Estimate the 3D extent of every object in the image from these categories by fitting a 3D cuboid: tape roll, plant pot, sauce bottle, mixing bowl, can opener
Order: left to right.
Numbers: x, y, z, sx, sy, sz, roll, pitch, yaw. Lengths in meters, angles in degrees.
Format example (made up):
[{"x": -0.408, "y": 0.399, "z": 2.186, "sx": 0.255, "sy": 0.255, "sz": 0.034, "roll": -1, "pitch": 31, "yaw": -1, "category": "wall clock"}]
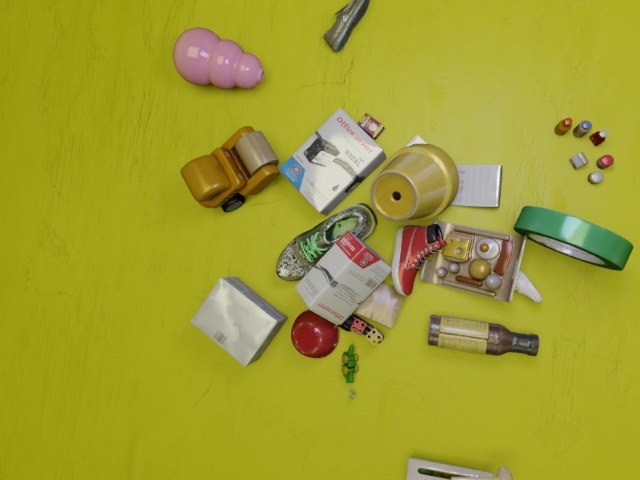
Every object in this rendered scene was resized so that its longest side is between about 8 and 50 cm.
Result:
[{"x": -0.034, "y": 0.339, "z": 1.783, "sx": 0.182, "sy": 0.098, "sz": 0.181, "roll": 0, "pitch": 91, "yaw": 18, "category": "mixing bowl"}, {"x": 0.141, "y": 0.301, "z": 1.780, "sx": 0.186, "sy": 0.073, "sz": 0.059, "roll": 26, "pitch": 51, "yaw": 15, "category": "can opener"}, {"x": 0.287, "y": -0.169, "z": 1.623, "sx": 0.254, "sy": 0.239, "sz": 0.253, "roll": 14, "pitch": 116, "yaw": 30, "category": "plant pot"}, {"x": 0.529, "y": 0.321, "z": 1.656, "sx": 0.345, "sy": 0.111, "sz": 0.111, "roll": 8, "pitch": 89, "yaw": 13, "category": "sauce bottle"}, {"x": 0.749, "y": -0.008, "z": 1.511, "sx": 0.321, "sy": 0.321, "sz": 0.077, "roll": 24, "pitch": 93, "yaw": 13, "category": "tape roll"}]

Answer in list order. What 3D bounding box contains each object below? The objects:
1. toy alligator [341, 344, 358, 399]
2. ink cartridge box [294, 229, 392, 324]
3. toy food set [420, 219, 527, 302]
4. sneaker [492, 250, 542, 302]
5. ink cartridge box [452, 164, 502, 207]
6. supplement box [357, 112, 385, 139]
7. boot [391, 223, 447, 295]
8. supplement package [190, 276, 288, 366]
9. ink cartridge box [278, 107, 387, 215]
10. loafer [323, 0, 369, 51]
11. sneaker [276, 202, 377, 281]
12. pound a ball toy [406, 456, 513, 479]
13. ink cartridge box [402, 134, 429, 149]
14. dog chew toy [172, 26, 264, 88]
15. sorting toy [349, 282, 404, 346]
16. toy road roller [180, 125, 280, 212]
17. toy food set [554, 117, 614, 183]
[{"x": 0.097, "y": 0.461, "z": 1.783, "sx": 0.051, "sy": 0.056, "sz": 0.189, "roll": -1, "pitch": 88, "yaw": 55, "category": "toy alligator"}, {"x": 0.079, "y": 0.131, "z": 1.702, "sx": 0.273, "sy": 0.197, "sz": 0.114, "roll": -48, "pitch": 45, "yaw": 6, "category": "ink cartridge box"}, {"x": 0.496, "y": 0.063, "z": 1.653, "sx": 0.306, "sy": 0.092, "sz": 0.219, "roll": 13, "pitch": 90, "yaw": 31, "category": "toy food set"}, {"x": 0.632, "y": 0.136, "z": 1.664, "sx": 0.094, "sy": 0.080, "sz": 0.212, "roll": -44, "pitch": 69, "yaw": 13, "category": "sneaker"}, {"x": 0.524, "y": -0.185, "z": 1.726, "sx": 0.179, "sy": 0.045, "sz": 0.145, "roll": 4, "pitch": 89, "yaw": 31, "category": "ink cartridge box"}, {"x": 0.181, "y": -0.408, "z": 1.803, "sx": 0.083, "sy": 0.043, "sz": 0.055, "roll": 39, "pitch": 97, "yaw": 12, "category": "supplement box"}, {"x": 0.335, "y": 0.066, "z": 1.682, "sx": 0.176, "sy": 0.088, "sz": 0.244, "roll": -3, "pitch": 78, "yaw": 41, "category": "boot"}, {"x": -0.291, "y": 0.289, "z": 1.830, "sx": 0.262, "sy": 0.145, "sz": 0.204, "roll": 36, "pitch": 95, "yaw": 13, "category": "supplement package"}, {"x": 0.045, "y": -0.274, "z": 1.785, "sx": 0.307, "sy": 0.129, "sz": 0.223, "roll": -44, "pitch": 79, "yaw": 8, "category": "ink cartridge box"}, {"x": 0.093, "y": -0.810, "z": 1.815, "sx": 0.087, "sy": 0.094, "sz": 0.251, "roll": 34, "pitch": 95, "yaw": 8, "category": "loafer"}, {"x": 0.000, "y": 0.000, "z": 1.756, "sx": 0.410, "sy": 0.182, "sz": 0.158, "roll": -36, "pitch": 80, "yaw": 9, "category": "sneaker"}, {"x": 0.441, "y": 0.768, "z": 1.627, "sx": 0.319, "sy": 0.135, "sz": 0.208, "roll": 4, "pitch": 124, "yaw": 13, "category": "pound a ball toy"}, {"x": 0.366, "y": -0.267, "z": 1.739, "sx": 0.104, "sy": 0.060, "sz": 0.180, "roll": -45, "pitch": 79, "yaw": 16, "category": "ink cartridge box"}, {"x": -0.370, "y": -0.657, "z": 1.870, "sx": 0.332, "sy": 0.206, "sz": 0.206, "roll": 19, "pitch": 92, "yaw": 6, "category": "dog chew toy"}, {"x": 0.208, "y": 0.229, "z": 1.756, "sx": 0.132, "sy": 0.046, "sz": 0.274, "roll": 23, "pitch": 78, "yaw": 12, "category": "sorting toy"}, {"x": -0.334, "y": -0.243, "z": 1.790, "sx": 0.330, "sy": 0.241, "sz": 0.202, "roll": -35, "pitch": 80, "yaw": 27, "category": "toy road roller"}, {"x": 0.857, "y": -0.298, "z": 1.610, "sx": 0.111, "sy": 0.104, "sz": 0.232, "roll": -27, "pitch": 82, "yaw": 11, "category": "toy food set"}]
